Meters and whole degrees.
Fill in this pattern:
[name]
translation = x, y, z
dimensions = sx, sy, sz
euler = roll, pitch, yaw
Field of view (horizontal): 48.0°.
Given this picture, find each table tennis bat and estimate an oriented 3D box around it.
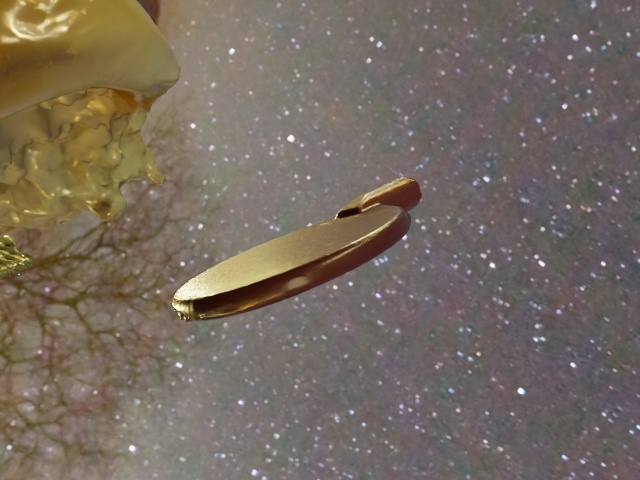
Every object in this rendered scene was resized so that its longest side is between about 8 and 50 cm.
[table tennis bat]
translation = 0.000, 0.000, 0.867
dimensions = 0.268, 0.051, 0.414
euler = -13, -169, 40

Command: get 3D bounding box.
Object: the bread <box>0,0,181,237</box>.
[bread]
translation = -0.306, -0.117, 0.615
dimensions = 0.424, 0.329, 0.245
euler = -29, -107, 46

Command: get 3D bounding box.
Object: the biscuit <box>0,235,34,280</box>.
[biscuit]
translation = -0.476, 0.026, 0.957
dimensions = 0.203, 0.144, 0.016
euler = -40, 147, -65
